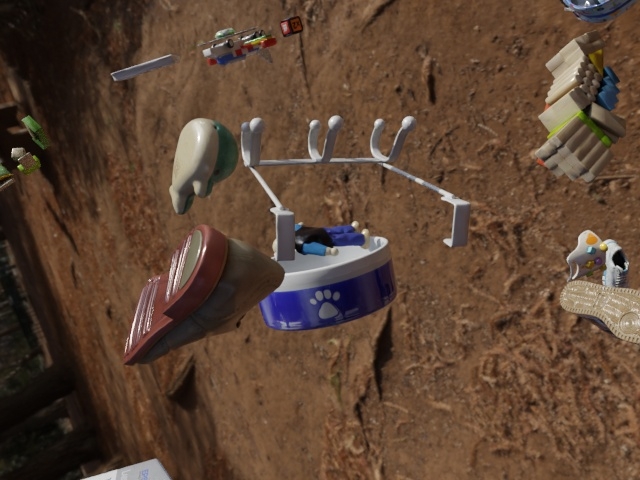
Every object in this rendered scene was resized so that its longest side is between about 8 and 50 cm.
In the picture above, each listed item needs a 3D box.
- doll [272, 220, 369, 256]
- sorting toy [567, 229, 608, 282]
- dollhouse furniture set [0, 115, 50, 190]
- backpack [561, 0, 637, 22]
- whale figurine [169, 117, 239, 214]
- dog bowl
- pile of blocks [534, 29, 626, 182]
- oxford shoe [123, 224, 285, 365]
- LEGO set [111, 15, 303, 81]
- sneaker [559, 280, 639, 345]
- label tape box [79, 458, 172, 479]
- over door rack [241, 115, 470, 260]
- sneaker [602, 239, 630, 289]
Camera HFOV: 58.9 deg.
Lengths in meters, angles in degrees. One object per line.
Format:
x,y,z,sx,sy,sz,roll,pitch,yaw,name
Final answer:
0.000,0.000,1.054,0.129,0.189,0.046,43,132,50,doll
0.455,0.038,0.984,0.045,0.075,0.083,37,147,54,sorting toy
-0.552,-0.147,0.995,0.076,0.152,0.058,42,158,12,dollhouse furniture set
0.514,-0.465,1.016,0.158,0.117,0.173,-35,43,24,backpack
-0.309,-0.188,1.492,0.272,0.141,0.216,-56,44,34,whale figurine
0.008,0.075,1.069,0.265,0.265,0.104,4,108,61,dog bowl
0.508,-0.251,1.127,0.149,0.362,0.112,26,153,-10,pile of blocks
-0.174,0.105,0.771,0.348,0.130,0.123,-36,42,48,oxford shoe
-0.144,-0.245,0.769,0.182,0.244,0.060,-122,13,-70,LEGO set
0.644,0.164,1.167,0.099,0.153,0.282,-63,17,2,sneaker
-0.302,0.509,0.959,0.106,0.334,0.240,-122,19,-68,label tape box
0.030,-0.101,0.763,0.324,0.240,0.108,-117,26,-57,over door rack
0.875,0.096,1.664,0.083,0.071,0.190,-94,-17,-77,sneaker
